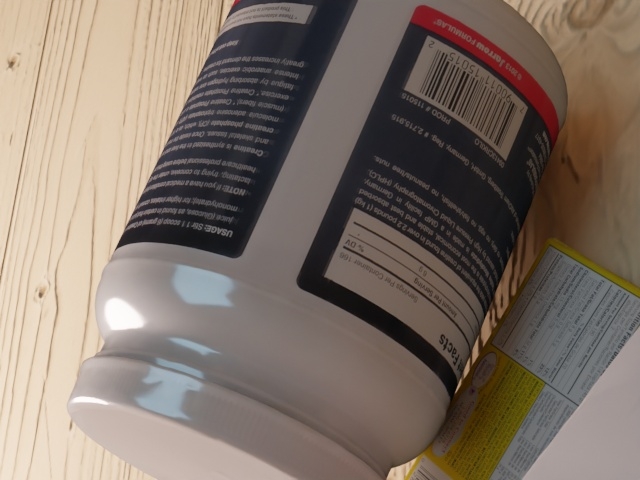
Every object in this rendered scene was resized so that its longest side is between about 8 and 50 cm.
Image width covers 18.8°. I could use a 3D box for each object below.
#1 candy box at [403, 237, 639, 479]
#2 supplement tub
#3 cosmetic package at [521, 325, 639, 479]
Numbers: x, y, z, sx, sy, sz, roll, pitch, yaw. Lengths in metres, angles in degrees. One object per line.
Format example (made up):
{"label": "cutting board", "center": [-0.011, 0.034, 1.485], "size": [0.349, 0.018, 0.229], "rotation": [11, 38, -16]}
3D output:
{"label": "candy box", "center": [0.097, 0.105, 0.969], "size": [0.206, 0.027, 0.105], "rotation": [-59, 34, 4]}
{"label": "supplement tub", "center": [0.000, 0.000, 1.004], "size": [0.191, 0.191, 0.272], "rotation": [-2, 58, 53]}
{"label": "cosmetic package", "center": [0.224, 0.098, 0.704], "size": [0.224, 0.138, 0.224], "rotation": [-54, 34, 11]}
